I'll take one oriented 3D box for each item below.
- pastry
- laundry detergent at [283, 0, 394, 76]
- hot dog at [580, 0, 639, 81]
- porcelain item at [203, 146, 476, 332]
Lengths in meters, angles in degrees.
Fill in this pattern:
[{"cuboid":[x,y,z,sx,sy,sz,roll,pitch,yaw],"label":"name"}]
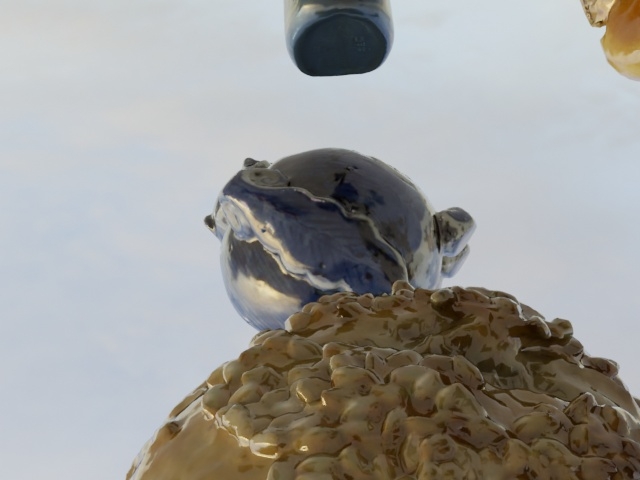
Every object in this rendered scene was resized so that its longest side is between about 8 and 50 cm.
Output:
[{"cuboid":[0.049,0.129,0.624,0.285,0.184,0.315,13,-157,8],"label":"pastry"},{"cuboid":[0.002,-0.202,0.798,0.061,0.206,0.096,-7,163,5],"label":"laundry detergent"},{"cuboid":[0.199,-0.147,0.524,0.076,0.249,0.102,2,-122,-39],"label":"hot dog"},{"cuboid":[0.000,0.000,0.966,0.186,0.138,0.288,34,-178,8],"label":"porcelain item"}]
